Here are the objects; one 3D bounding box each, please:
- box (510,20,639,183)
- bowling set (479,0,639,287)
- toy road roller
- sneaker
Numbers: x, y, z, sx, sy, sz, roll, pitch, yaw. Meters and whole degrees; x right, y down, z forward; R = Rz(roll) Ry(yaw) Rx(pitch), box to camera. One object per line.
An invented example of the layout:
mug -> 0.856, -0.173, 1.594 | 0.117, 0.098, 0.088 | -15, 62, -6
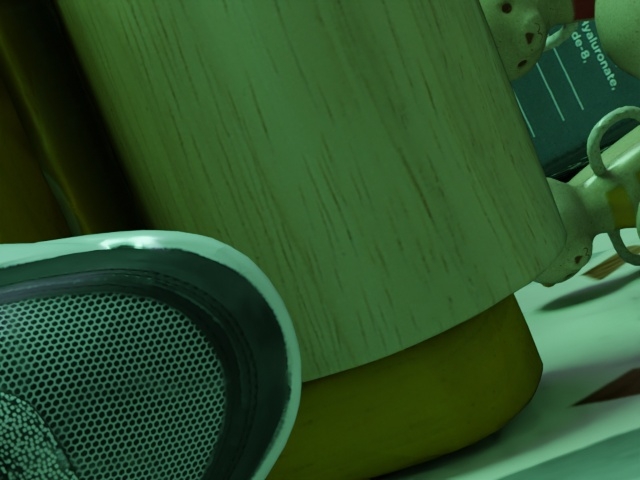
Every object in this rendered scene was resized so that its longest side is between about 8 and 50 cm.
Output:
box -> 0.238, -0.197, 0.925 | 0.294, 0.212, 0.395 | -19, -8, -42
bowling set -> 0.135, -0.065, 0.522 | 0.154, 0.287, 0.200 | -26, 38, -5
toy road roller -> -0.112, 0.014, 0.442 | 0.330, 0.202, 0.240 | -20, 10, 17
sneaker -> -0.101, 0.076, 0.283 | 0.269, 0.101, 0.153 | -28, 7, -21
